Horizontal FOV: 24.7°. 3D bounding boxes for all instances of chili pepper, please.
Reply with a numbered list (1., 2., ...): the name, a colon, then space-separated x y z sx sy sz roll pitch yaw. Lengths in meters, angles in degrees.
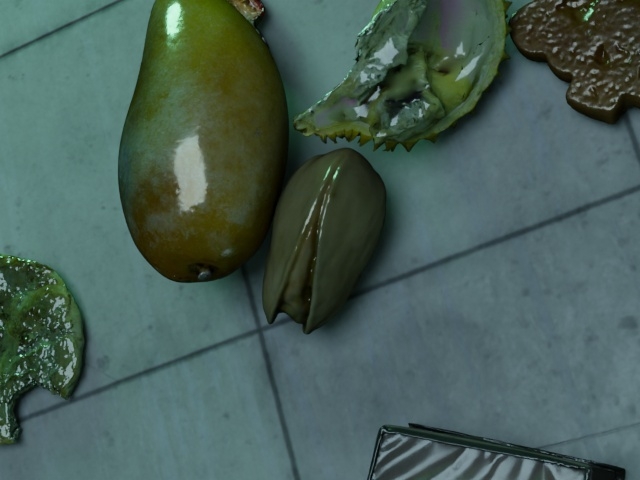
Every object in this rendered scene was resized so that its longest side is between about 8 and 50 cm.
1. chili pepper: -0.128 -0.330 1.884 0.059 0.050 0.268 -31 66 -8

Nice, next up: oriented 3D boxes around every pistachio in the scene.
1. pistachio: 0.000 0.000 1.711 0.136 0.136 0.226 21 92 26

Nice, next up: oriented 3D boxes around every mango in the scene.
1. mango: -0.143 -0.132 1.762 0.221 0.199 0.384 -38 53 55

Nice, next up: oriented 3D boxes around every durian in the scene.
1. durian: 0.105 -0.213 1.694 0.306 0.166 0.172 -45 68 9

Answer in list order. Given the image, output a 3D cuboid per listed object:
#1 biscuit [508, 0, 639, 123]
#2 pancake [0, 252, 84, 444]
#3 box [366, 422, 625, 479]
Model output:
1. biscuit: 0.375 -0.273 1.658 0.278 0.043 0.301 29 90 28
2. pancake: -0.416 0.138 1.916 0.253 0.037 0.254 -5 76 22
3. box: 0.171 0.302 1.562 0.252 0.153 0.188 11 84 24
